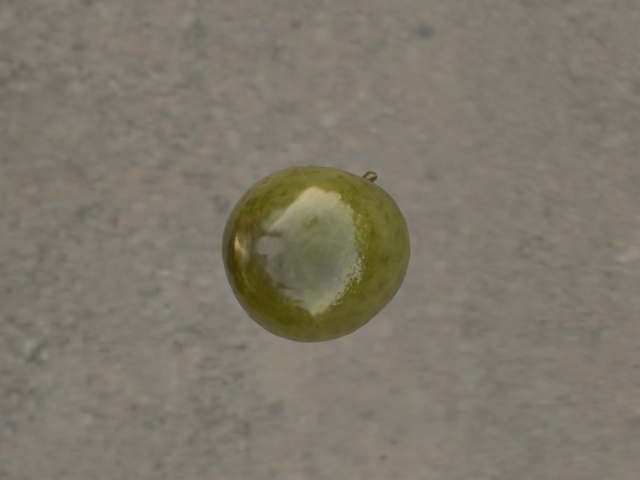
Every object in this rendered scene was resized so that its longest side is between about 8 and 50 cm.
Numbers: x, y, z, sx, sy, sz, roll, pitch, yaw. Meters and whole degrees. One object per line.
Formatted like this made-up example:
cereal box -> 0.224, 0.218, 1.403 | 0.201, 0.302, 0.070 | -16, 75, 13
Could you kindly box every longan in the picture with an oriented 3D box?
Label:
longan -> 0.000, 0.000, 0.718 | 0.075, 0.075, 0.083 | 11, 46, 26
